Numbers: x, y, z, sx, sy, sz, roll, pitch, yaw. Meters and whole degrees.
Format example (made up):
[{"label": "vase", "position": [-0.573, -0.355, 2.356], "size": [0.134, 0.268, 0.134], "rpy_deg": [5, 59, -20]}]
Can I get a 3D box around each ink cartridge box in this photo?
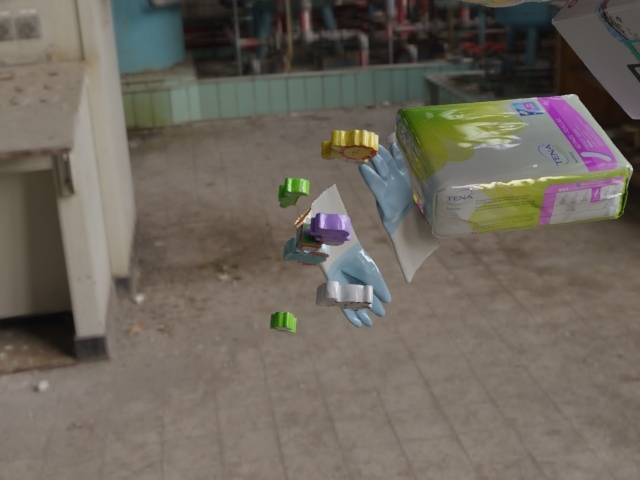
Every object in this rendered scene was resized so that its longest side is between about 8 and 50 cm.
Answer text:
[{"label": "ink cartridge box", "position": [0.476, -0.288, 1.222], "size": [0.198, 0.197, 0.270], "rpy_deg": [-49, 19, -9]}]

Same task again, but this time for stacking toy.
[{"label": "stacking toy", "position": [0.000, 0.000, 0.999], "size": [0.052, 0.166, 0.221], "rpy_deg": [8, -17, -18]}]

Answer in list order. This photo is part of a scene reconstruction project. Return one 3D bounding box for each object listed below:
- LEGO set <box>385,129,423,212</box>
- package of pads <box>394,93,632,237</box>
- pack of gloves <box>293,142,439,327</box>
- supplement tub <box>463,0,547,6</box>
[{"label": "LEGO set", "position": [0.176, -0.099, 1.720], "size": [0.087, 0.227, 0.093], "rpy_deg": [32, 72, 39]}, {"label": "package of pads", "position": [0.276, -0.111, 1.426], "size": [0.297, 0.101, 0.229], "rpy_deg": [-6, 39, -8]}, {"label": "pack of gloves", "position": [0.083, -0.002, 1.305], "size": [0.046, 0.232, 0.195], "rpy_deg": [21, 59, 43]}, {"label": "supplement tub", "position": [0.193, -0.441, 1.297], "size": [0.331, 0.241, 0.241], "rpy_deg": [0, 14, -35]}]
